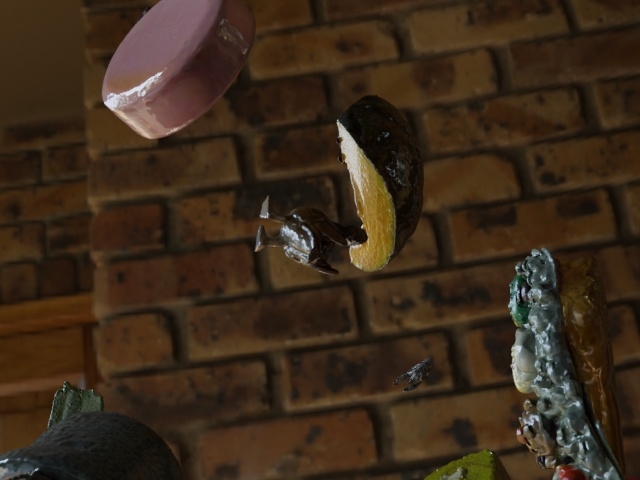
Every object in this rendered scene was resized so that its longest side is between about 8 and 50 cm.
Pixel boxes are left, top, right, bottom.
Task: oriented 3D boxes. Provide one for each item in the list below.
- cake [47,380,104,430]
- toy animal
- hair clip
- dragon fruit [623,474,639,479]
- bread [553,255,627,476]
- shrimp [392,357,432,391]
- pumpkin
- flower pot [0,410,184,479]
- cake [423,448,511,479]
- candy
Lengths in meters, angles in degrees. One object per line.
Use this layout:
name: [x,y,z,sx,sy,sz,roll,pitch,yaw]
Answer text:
cake: [-0.464,0.386,2.180,0.100,0.099,0.235,13,-58,-2]
toy animal: [0.000,0.000,1.721,0.179,0.188,0.089,10,-71,-18]
hair clip: [0.238,0.166,1.195,0.091,0.321,0.138,-16,-34,6]
dragon fruit: [0.360,0.390,1.391,0.315,0.250,0.250,18,-30,1]
bread: [0.352,0.214,1.592,0.109,0.185,0.380,-8,-71,13]
shrimp: [0.184,0.264,2.257,0.092,0.038,0.029,-32,-13,-9]
pumpkin: [0.137,-0.092,2.013,0.169,0.148,0.312,-27,-47,-28]
flower pot: [-0.342,0.412,1.602,0.299,0.299,0.283,-18,9,18]
cake: [0.251,0.479,2.003,0.179,0.156,0.260,-30,5,14]
candy: [-0.205,-0.264,1.670,0.255,0.255,0.094,-26,-51,31]
